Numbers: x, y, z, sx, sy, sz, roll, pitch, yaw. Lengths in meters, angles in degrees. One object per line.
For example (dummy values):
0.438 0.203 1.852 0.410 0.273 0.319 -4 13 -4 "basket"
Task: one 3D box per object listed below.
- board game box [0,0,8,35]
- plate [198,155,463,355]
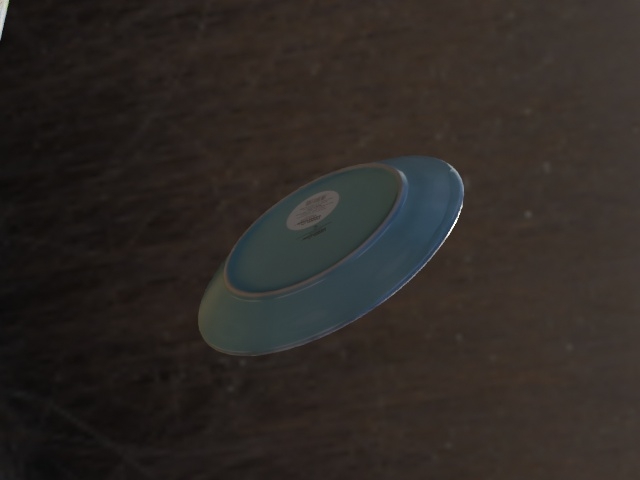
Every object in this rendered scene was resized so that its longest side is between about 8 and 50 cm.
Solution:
-0.230 -0.176 1.043 0.141 0.048 0.170 -71 180 -63 "board game box"
0.000 0.000 1.014 0.024 0.188 0.188 56 23 -25 "plate"
